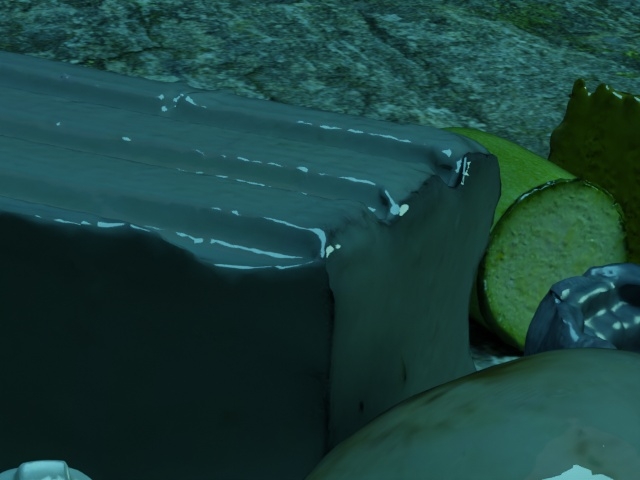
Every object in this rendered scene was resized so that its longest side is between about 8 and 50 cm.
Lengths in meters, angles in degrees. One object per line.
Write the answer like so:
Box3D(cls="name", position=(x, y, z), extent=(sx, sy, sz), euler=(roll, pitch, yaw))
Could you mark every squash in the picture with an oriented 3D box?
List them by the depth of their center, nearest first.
Box3D(cls="squash", position=(0.118, -0.014, 1.454), extent=(0.132, 0.132, 0.247), euler=(-4, 17, -24))

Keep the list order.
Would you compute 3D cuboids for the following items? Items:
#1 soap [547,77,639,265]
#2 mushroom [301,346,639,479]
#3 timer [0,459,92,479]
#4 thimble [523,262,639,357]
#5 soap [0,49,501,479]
Box3D(cls="soap", position=(0.320, -0.024, 1.464), extent=(0.339, 0.169, 0.304), euler=(6, 8, 5))
Box3D(cls="mushroom", position=(0.089, 0.192, 0.613), extent=(0.290, 0.297, 0.297), euler=(32, 22, 6))
Box3D(cls="timer", position=(-0.114, 0.159, 0.800), extent=(0.175, 0.175, 0.255), euler=(1, 18, -10))
Box3D(cls="thimble", position=(0.204, 0.118, 0.992), extent=(0.205, 0.172, 0.236), euler=(-2, 20, -9))
Box3D(cls="soap", position=(-0.148, 0.029, 1.114), extent=(0.435, 0.212, 0.350), euler=(10, 16, 18))
